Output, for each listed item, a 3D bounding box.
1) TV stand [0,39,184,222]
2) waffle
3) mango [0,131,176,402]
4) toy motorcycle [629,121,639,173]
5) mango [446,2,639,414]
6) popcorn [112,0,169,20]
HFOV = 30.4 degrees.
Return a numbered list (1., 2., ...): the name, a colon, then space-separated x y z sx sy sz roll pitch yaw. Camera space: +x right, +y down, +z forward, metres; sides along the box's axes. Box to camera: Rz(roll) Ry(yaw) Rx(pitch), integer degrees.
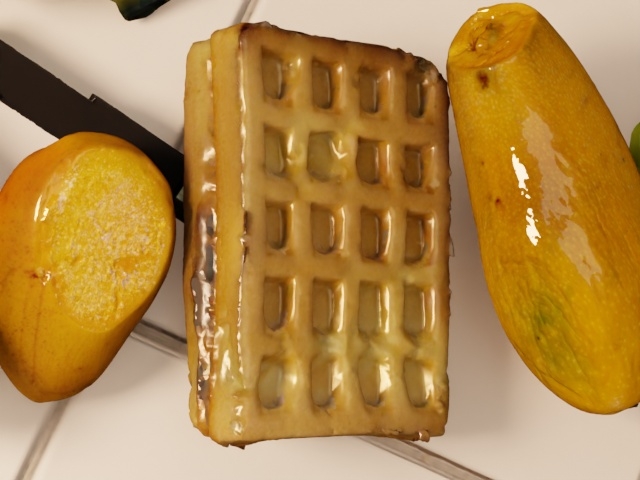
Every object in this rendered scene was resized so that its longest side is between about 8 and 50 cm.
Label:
1. TV stand: -0.192 -0.096 0.964 0.256 0.049 0.040 34 77 -7
2. waffle: 0.000 0.000 0.945 0.224 0.098 0.327 4 82 -31
3. mango: -0.192 0.022 0.914 0.141 0.102 0.217 13 95 -17
4. toy motorcycle: 0.438 -0.083 1.049 0.327 0.191 0.199 21 69 -8
5. mango: 0.200 -0.025 0.981 0.144 0.187 0.359 -17 91 21
6. popcorn: -0.235 -0.333 0.892 0.293 0.293 0.237 -24 69 -16
